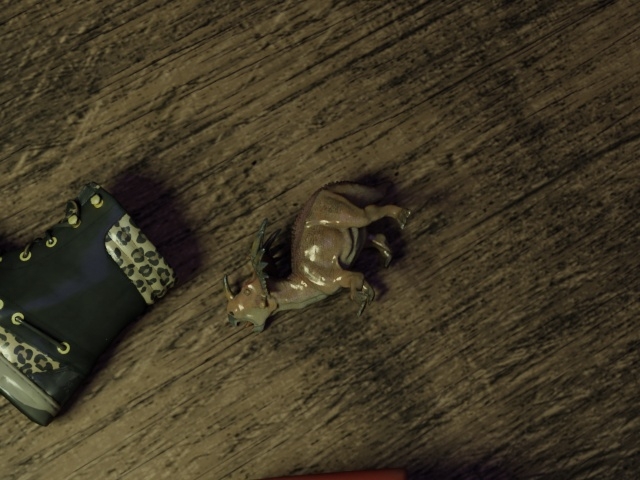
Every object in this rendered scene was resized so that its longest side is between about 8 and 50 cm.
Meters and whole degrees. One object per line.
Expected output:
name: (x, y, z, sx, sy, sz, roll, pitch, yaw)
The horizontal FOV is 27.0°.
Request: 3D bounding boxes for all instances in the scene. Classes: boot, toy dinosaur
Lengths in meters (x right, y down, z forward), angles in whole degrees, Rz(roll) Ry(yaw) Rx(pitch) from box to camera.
boot: (-0.401, 0.025, 1.782, 0.284, 0.138, 0.377, -43, 89, -14)
toy dinosaur: (0.000, 0.000, 1.857, 0.200, 0.127, 0.296, 25, 68, 6)

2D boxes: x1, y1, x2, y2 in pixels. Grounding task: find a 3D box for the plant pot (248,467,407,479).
plant pot: (-0.017, 0.415, 1.686, 0.243, 0.275, 0.275, 3, 75, 5)
